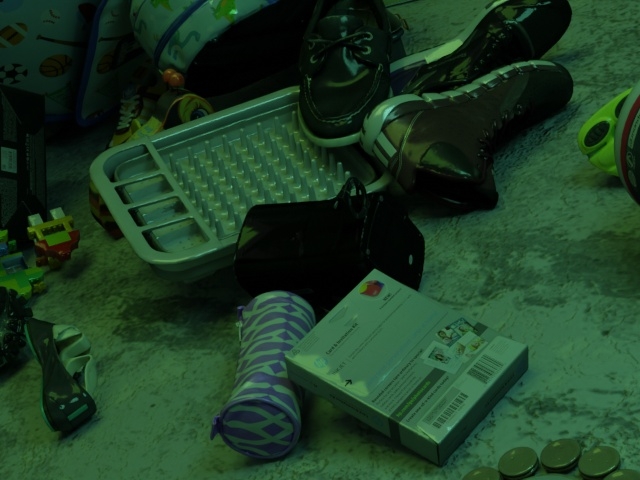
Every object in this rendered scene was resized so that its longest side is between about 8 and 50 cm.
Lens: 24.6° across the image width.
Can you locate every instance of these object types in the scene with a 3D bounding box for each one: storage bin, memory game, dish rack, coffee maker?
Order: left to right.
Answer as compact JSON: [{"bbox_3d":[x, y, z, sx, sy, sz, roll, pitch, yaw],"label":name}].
[{"bbox_3d":[-0.094,-0.065,1.805,0.333,0.072,0.285,-21,37,-14],"label":"dish rack"},{"bbox_3d":[0.000,0.000,1.589,0.178,0.171,0.120,-6,33,32],"label":"coffee maker"},{"bbox_3d":[0.083,-0.267,2.067,0.098,0.091,0.135,-27,29,-4],"label":"storage bin"},{"bbox_3d":[0.181,0.231,1.219,0.186,0.012,0.186,-19,29,11],"label":"memory game"}]

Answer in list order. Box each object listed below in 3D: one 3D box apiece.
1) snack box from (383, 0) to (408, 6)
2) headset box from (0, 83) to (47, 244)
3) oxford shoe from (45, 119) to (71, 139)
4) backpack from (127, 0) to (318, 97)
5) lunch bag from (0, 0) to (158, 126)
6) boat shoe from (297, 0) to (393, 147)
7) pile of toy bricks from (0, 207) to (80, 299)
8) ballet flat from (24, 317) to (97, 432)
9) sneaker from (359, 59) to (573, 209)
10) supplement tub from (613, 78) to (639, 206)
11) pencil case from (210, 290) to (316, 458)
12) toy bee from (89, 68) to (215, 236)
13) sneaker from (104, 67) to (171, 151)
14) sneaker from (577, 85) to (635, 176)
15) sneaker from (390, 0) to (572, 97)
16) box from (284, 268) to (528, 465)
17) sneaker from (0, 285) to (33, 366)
[{"bbox_3d":[0.079,-0.457,2.295,0.322,0.187,0.060,-9,32,27],"label":"snack box"},{"bbox_3d":[-0.542,-0.094,2.126,0.293,0.218,0.110,-8,-10,30],"label":"headset box"},{"bbox_3d":[-0.399,-0.286,2.457,0.133,0.130,0.363,1,41,18],"label":"oxford shoe"},{"bbox_3d":[-0.103,-0.348,2.120,0.355,0.273,0.290,-46,0,-29],"label":"backpack"},{"bbox_3d":[-0.409,-0.344,2.229,0.386,0.328,0.239,-5,56,-21],"label":"lunch bag"},{"bbox_3d":[0.031,-0.244,1.861,0.127,0.113,0.340,-4,35,16],"label":"boat shoe"},{"bbox_3d":[-0.417,0.049,1.941,0.212,0.118,0.105,-18,53,-21],"label":"pile of toy bricks"},{"bbox_3d":[-0.292,0.144,1.687,0.074,0.074,0.203,-26,34,-2],"label":"ballet flat"},{"bbox_3d":[0.199,-0.109,1.727,0.281,0.106,0.162,-17,53,-16],"label":"sneaker"},{"bbox_3d":[0.406,-0.060,1.347,0.191,0.191,0.272,-27,28,-3],"label":"supplement tub"},{"bbox_3d":[-0.054,0.132,1.495,0.088,0.086,0.206,11,31,-2],"label":"pencil case"},{"bbox_3d":[-0.207,-0.147,2.022,0.195,0.162,0.298,6,40,47],"label":"toy bee"},{"bbox_3d":[-0.286,-0.190,2.236,0.070,0.084,0.185,-7,33,30],"label":"sneaker"},{"bbox_3d":[0.418,-0.158,1.628,0.296,0.109,0.123,-30,5,-5],"label":"sneaker"},{"bbox_3d":[0.206,-0.213,1.882,0.283,0.107,0.124,-31,31,10],"label":"sneaker"},{"bbox_3d":[0.081,0.117,1.403,0.186,0.038,0.145,27,54,30],"label":"box"},{"bbox_3d":[-0.472,0.172,1.779,0.283,0.110,0.122,-42,15,-34],"label":"sneaker"}]
